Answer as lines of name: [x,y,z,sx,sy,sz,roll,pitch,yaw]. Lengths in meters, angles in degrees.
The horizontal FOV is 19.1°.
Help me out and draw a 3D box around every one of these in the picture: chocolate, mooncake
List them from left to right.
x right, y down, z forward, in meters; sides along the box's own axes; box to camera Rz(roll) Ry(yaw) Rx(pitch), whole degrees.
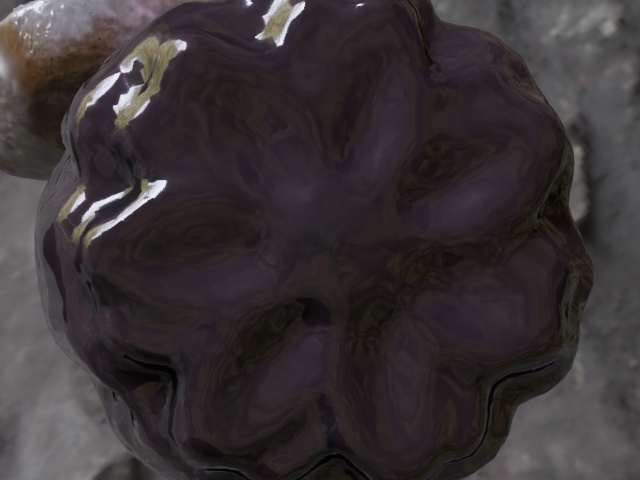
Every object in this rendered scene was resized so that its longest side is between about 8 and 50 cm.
chocolate: [-0.108,-0.113,1.420,0.303,0.185,0.100,-11,61,-27]
mooncake: [0.000,0.000,0.948,0.283,0.283,0.141,44,-7,-12]
